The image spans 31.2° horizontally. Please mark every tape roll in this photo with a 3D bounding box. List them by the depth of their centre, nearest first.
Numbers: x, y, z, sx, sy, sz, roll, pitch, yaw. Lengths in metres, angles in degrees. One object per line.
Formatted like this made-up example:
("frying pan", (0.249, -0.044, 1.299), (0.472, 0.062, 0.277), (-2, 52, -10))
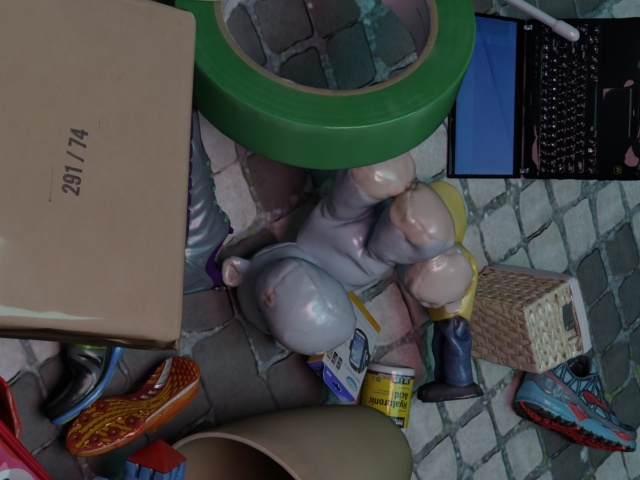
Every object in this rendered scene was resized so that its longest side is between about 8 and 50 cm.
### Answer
("tape roll", (0.003, -0.227, 1.236), (0.321, 0.321, 0.077), (-46, 164, -28))

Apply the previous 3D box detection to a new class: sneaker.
("sneaker", (-0.245, 0.104, 1.204), (0.078, 0.067, 0.188), (27, 77, -17))
("sneaker", (-0.197, 0.192, 1.238), (0.175, 0.064, 0.067), (-26, 144, -37))
("sneaker", (-0.141, -0.048, 1.261), (0.098, 0.083, 0.224), (-2, 105, -37))
("sneaker", (0.407, 0.241, 1.735), (0.262, 0.104, 0.125), (29, 73, -38))

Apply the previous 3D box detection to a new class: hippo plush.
("hippo plush", (0.000, 0.000, 1.311), (0.236, 0.294, 0.234), (-33, 116, -9))

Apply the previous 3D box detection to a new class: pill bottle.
("pill bottle", (0.084, 0.218, 1.482), (0.065, 0.065, 0.116), (9, 88, -40))

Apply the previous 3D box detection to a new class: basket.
("basket", (0.269, 0.108, 1.569), (0.103, 0.167, 0.113), (-26, 110, -29))

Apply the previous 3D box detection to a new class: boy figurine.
("boy figurine", (0.157, 0.065, 1.483), (0.092, 0.177, 0.285), (-7, 90, -1))

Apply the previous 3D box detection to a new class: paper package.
("paper package", (-0.283, -0.070, 1.045), (0.309, 0.168, 0.325), (8, 81, -38))

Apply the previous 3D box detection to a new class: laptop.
("laptop", (0.319, -0.200, 1.601), (0.136, 0.264, 0.234), (-18, 109, -76))

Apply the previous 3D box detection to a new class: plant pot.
("plant pot", (-0.014, 0.291, 1.312), (0.274, 0.256, 0.256), (-23, 109, -55))

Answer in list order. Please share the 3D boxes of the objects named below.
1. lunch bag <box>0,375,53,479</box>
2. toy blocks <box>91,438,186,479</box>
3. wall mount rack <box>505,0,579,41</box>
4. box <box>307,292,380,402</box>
("lunch bag", (-0.378, 0.230, 1.062), (0.258, 0.120, 0.293), (-51, 125, -30))
("toy blocks", (-0.213, 0.351, 1.081), (0.381, 0.190, 0.261), (-20, 123, -65))
("wall mount rack", (0.269, -0.446, 1.545), (0.304, 0.130, 0.350), (45, 66, -33))
("box", (0.028, 0.136, 1.426), (0.081, 0.028, 0.136), (52, 43, -30))
